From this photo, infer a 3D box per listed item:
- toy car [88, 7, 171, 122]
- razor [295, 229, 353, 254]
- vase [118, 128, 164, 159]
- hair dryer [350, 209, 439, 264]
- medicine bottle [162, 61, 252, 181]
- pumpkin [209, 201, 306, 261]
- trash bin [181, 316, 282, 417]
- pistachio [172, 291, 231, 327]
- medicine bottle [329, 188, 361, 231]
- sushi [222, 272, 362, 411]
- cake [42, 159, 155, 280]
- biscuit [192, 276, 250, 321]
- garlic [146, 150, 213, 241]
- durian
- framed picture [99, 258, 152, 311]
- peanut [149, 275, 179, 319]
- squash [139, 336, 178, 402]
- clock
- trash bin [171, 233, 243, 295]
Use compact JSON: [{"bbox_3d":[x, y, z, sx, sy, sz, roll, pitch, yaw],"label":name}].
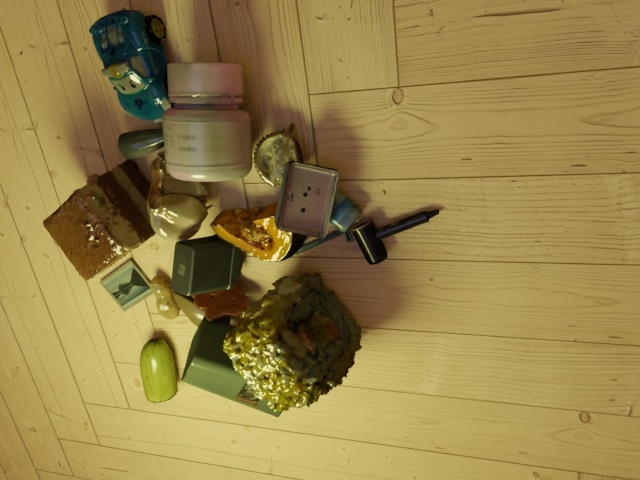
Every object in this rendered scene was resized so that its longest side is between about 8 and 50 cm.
[{"bbox_3d":[-0.526,-0.485,1.497,0.198,0.166,0.314,-4,114,25],"label":"toy car"},{"bbox_3d":[0.004,0.000,1.618,0.211,0.036,0.084,-24,81,33],"label":"razor"},{"bbox_3d":[-0.509,-0.310,1.623,0.214,0.086,0.086,-10,111,18],"label":"vase"},{"bbox_3d":[0.225,-0.023,1.512,0.255,0.070,0.128,-19,107,21],"label":"hair dryer"},{"bbox_3d":[-0.309,-0.327,1.446,0.241,0.241,0.302,6,107,17],"label":"medicine bottle"},{"bbox_3d":[-0.174,-0.059,1.588,0.280,0.139,0.190,30,123,1],"label":"pumpkin"},{"bbox_3d":[-0.260,0.411,1.732,0.343,0.223,0.158,21,123,-15],"label":"trash bin"},{"bbox_3d":[-0.406,0.229,1.819,0.226,0.136,0.136,39,121,1],"label":"pistachio"},{"bbox_3d":[0.018,-0.119,1.532,0.208,0.053,0.090,41,103,5],"label":"medicine bottle"},{"bbox_3d":[-0.081,0.292,1.580,0.240,0.396,0.351,-30,96,32],"label":"sushi"},{"bbox_3d":[-0.679,-0.064,1.681,0.282,0.290,0.256,-30,101,32],"label":"cake"},{"bbox_3d":[-0.348,0.173,1.754,0.280,0.183,0.043,29,153,18],"label":"biscuit"},{"bbox_3d":[-0.432,-0.132,1.623,0.184,0.203,0.281,-23,65,53],"label":"garlic"},{"bbox_3d":[-0.109,-0.245,1.506,0.148,0.091,0.189,20,109,-2],"label":"durian"},{"bbox_3d":[-0.713,0.169,1.957,0.203,0.015,0.150,-29,103,28],"label":"framed picture"},{"bbox_3d":[-0.557,0.208,1.883,0.080,0.080,0.175,-9,112,23],"label":"peanut"},{"bbox_3d":[-0.620,0.480,2.006,0.132,0.132,0.247,6,115,17],"label":"squash"},{"bbox_3d":[-0.038,-0.114,1.454,0.144,0.073,0.194,11,97,-15],"label":"clock"},{"bbox_3d":[-0.349,0.073,1.652,0.101,0.236,0.177,16,102,29],"label":"trash bin"}]
